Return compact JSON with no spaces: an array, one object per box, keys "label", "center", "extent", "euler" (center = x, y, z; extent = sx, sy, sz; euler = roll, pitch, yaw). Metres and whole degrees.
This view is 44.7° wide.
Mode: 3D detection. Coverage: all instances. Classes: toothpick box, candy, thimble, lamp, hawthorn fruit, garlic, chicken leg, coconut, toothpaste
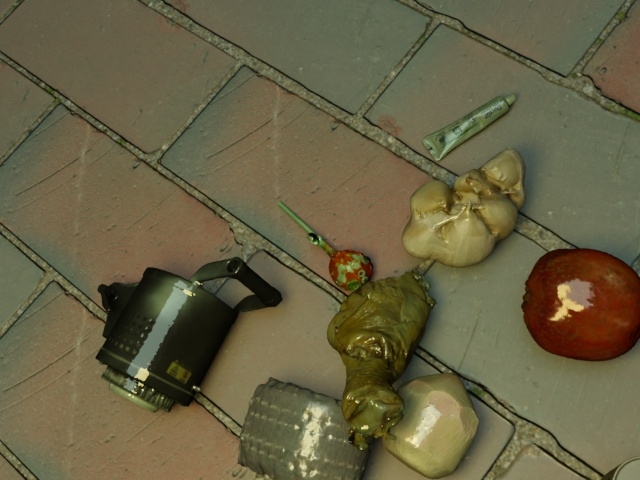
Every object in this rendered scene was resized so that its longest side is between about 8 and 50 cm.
[{"label":"toothpick box","center":[0.512,0.416,1.261],"extent":[0.111,0.180,0.111],"euler":[-4,66,9]},{"label":"candy","center":[0.001,-0.001,1.616],"extent":[0.084,0.078,0.288],"euler":[-43,58,-4]},{"label":"thimble","center":[-0.024,0.351,1.387],"extent":[0.236,0.205,0.172],"euler":[15,77,21]},{"label":"lamp","center":[-0.291,0.196,1.507],"extent":[0.374,0.205,0.272],"euler":[-5,61,28]},{"label":"hawthorn fruit","center":[0.491,0.117,1.389],"extent":[0.253,0.205,0.205],"euler":[7,69,9]},{"label":"garlic","center":[0.288,-0.050,1.500],"extent":[0.281,0.203,0.184],"euler":[-24,83,-3]},{"label":"chicken leg","center":[0.102,0.201,1.363],"extent":[0.202,0.152,0.429],"euler":[2,25,8]},{"label":"coconut","center":[0.201,0.321,1.380],"extent":[0.171,0.171,0.183],"euler":[32,79,22]},{"label":"toothpaste","center":[0.323,-0.249,1.663],"extent":[0.218,0.041,0.064],"euler":[-32,70,1]}]
